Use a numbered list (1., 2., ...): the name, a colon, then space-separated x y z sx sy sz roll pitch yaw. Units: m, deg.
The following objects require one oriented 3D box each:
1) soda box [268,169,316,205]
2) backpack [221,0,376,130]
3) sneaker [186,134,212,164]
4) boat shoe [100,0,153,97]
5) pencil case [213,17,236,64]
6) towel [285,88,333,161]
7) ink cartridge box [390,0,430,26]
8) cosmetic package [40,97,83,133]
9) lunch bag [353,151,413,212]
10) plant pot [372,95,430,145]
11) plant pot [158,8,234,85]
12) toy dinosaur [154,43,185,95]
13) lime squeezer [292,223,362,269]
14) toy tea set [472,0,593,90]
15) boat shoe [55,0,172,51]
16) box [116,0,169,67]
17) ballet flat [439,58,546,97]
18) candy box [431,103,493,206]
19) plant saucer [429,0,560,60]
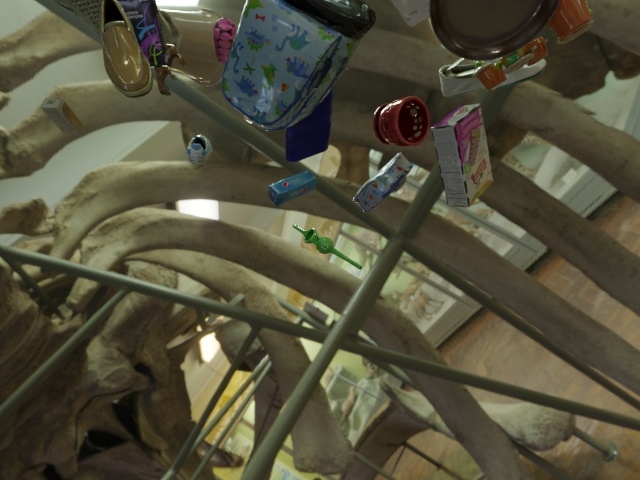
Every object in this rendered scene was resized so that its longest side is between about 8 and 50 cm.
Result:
1. soda box: -0.122 -0.229 1.794 0.210 0.067 0.071 -27 -27 -29
2. backpack: -0.086 -0.444 1.005 0.355 0.290 0.273 -49 6 50
3. sneaker: -0.442 -0.352 1.524 0.237 0.085 0.086 -108 31 -59
4. boat shoe: -0.323 -0.315 0.662 0.068 0.190 0.072 -21 -22 -19
5. pencil case: -0.367 -0.775 1.606 0.098 0.095 0.209 -45 9 -10
6. towel: -0.058 -0.495 1.774 0.227 0.076 0.308 -24 -34 -22
7. ink cartridge box: 0.339 -0.779 1.175 0.198 0.114 0.273 -4 55 52
8. cosmetic package: -0.808 -0.389 1.295 0.115 0.060 0.041 82 -167 -61
9. lunch bag: 0.291 -0.268 1.907 0.243 0.115 0.303 -47 6 -28
10. plant pot: 0.318 -0.476 1.684 0.174 0.191 0.191 11 65 55
11. plant pot: -0.602 -0.866 1.826 0.305 0.333 0.334 -33 -27 -60
12. toy dinosaur: -0.456 -0.529 1.179 0.064 0.112 0.212 -32 -67 -75
13. lime squeezer: 0.000 0.000 1.372 0.110 0.310 0.059 1 -63 -58
14. toy tea set: 0.583 -0.567 1.159 0.336 0.124 0.200 -30 -1 26
15. boat shoe: -0.678 -0.731 1.216 0.187 0.500 0.156 -53 34 21
16. box: -0.458 -0.520 1.040 0.029 0.116 0.162 -81 -15 -73
17. ballet flat: 0.576 -0.603 1.461 0.400 0.139 0.139 13 67 57
18. candy box: 0.392 -0.230 1.127 0.159 0.071 0.234 -40 -57 -33
19. plant saucer: 0.428 -0.609 1.025 0.311 0.310 0.050 111 172 -49
